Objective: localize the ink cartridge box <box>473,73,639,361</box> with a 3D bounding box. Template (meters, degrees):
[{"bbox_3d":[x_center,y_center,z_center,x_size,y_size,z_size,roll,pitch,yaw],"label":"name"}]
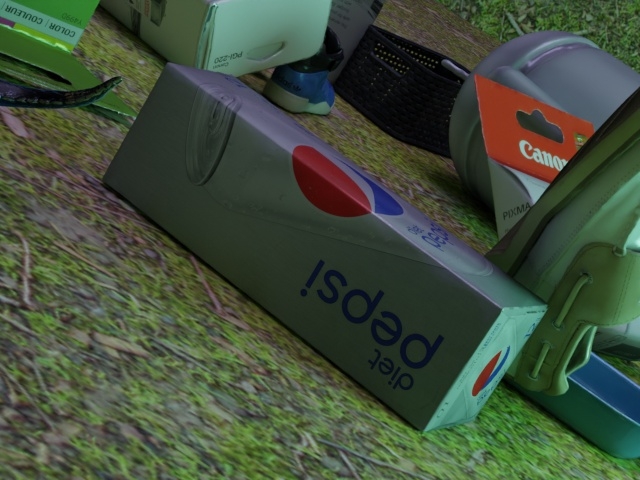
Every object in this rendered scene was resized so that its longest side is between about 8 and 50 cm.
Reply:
[{"bbox_3d":[0.220,-0.023,1.547,0.189,0.066,0.232,17,64,-46],"label":"ink cartridge box"}]

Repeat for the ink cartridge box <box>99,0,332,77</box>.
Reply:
[{"bbox_3d":[-0.115,-0.249,1.704,0.158,0.092,0.218,-20,49,-38],"label":"ink cartridge box"}]

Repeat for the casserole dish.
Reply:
[{"bbox_3d":[0.183,0.104,1.329,0.188,0.037,0.114,37,14,17],"label":"casserole dish"}]

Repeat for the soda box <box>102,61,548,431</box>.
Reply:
[{"bbox_3d":[0.000,0.000,1.171,0.286,0.098,0.091,38,15,21],"label":"soda box"}]

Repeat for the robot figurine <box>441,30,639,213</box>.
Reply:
[{"bbox_3d":[0.268,-0.080,1.810,0.353,0.200,0.300,42,3,37],"label":"robot figurine"}]

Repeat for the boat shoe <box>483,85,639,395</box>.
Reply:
[{"bbox_3d":[0.187,-0.004,1.164,0.103,0.302,0.113,42,53,6],"label":"boat shoe"}]

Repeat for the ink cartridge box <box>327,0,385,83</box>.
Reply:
[{"bbox_3d":[-0.003,-0.297,1.989,0.148,0.203,0.086,23,14,-32],"label":"ink cartridge box"}]

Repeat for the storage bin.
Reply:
[{"bbox_3d":[0.117,-0.161,2.018,0.180,0.084,0.122,13,23,-50],"label":"storage bin"}]

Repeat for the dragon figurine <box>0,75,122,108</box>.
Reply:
[{"bbox_3d":[-0.269,-0.118,1.022,0.289,0.085,0.144,28,15,6],"label":"dragon figurine"}]

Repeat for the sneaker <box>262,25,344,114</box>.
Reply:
[{"bbox_3d":[-0.004,-0.175,1.803,0.058,0.084,0.152,35,14,13],"label":"sneaker"}]

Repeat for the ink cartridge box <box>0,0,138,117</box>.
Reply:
[{"bbox_3d":[-0.240,-0.209,1.391,0.189,0.097,0.255,19,18,-43],"label":"ink cartridge box"}]
